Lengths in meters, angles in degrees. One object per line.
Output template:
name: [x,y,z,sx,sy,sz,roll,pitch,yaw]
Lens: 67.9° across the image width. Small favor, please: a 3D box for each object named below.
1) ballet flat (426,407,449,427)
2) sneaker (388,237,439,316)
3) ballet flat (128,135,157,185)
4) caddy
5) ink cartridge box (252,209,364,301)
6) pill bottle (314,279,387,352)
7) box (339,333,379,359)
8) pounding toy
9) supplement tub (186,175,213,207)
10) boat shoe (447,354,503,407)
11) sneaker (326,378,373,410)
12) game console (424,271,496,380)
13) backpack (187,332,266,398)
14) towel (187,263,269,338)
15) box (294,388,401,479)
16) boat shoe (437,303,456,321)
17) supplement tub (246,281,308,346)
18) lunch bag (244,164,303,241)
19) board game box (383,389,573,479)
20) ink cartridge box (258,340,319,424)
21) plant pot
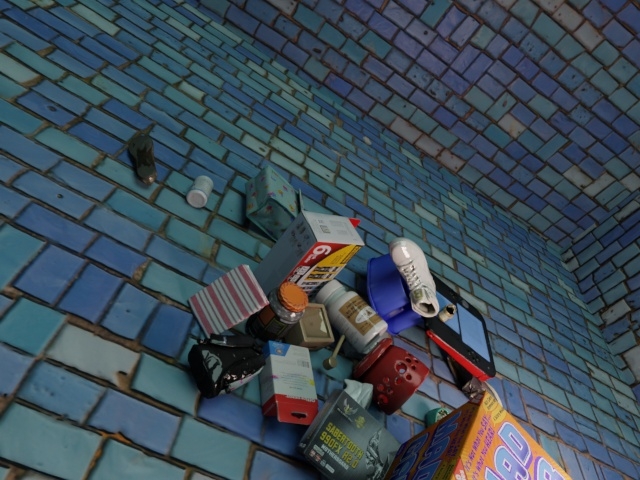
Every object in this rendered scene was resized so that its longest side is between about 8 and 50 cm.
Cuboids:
ballet flat: [0.379,0.624,1.472,0.083,0.087,0.247,30,34,-17]
sneaker: [0.330,0.134,1.627,0.292,0.108,0.169,52,22,-29]
ballet flat: [-0.590,-0.269,1.600,0.084,0.058,0.250,-18,51,-13]
caddy: [0.270,0.195,1.803,0.241,0.179,0.341,51,26,-26]
ink cartridge box: [-0.018,0.062,1.538,0.272,0.309,0.130,4,47,-42]
pill bottle: [0.094,0.240,1.544,0.229,0.131,0.131,44,32,20]
box: [0.129,0.318,1.632,0.145,0.038,0.186,16,40,-32]
pounding toy: [-0.017,0.305,1.459,0.181,0.094,0.206,12,51,-44]
supplement tub: [-0.414,-0.168,1.636,0.071,0.071,0.107,29,33,-18]
boat shoe: [0.560,0.538,1.755,0.092,0.103,0.285,8,41,-33]
sneaker: [0.062,0.490,1.334,0.115,0.090,0.232,17,40,17]
game console: [0.520,0.315,1.811,0.342,0.060,0.386,42,28,-14]
backpack: [-0.233,0.310,1.204,0.182,0.115,0.152,-5,65,-49]
towel: [-0.255,0.170,1.315,0.144,0.197,0.029,56,-3,25]
box: [0.075,0.523,1.206,0.231,0.056,0.183,46,61,-12]
boat shoe: [0.473,0.258,1.737,0.050,0.045,0.135,50,30,11]
supplement tub: [-0.123,0.211,1.363,0.117,0.190,0.117,27,35,-21]
lunch bag: [-0.144,-0.116,1.772,0.262,0.160,0.223,39,24,-33]
board game box: [0.366,0.672,1.153,0.356,0.356,0.356,47,33,10]
ink cartridge box: [-0.088,0.396,1.280,0.134,0.078,0.231,19,38,-29]
plant pot: [0.212,0.409,1.469,0.174,0.191,0.191,45,33,12]
